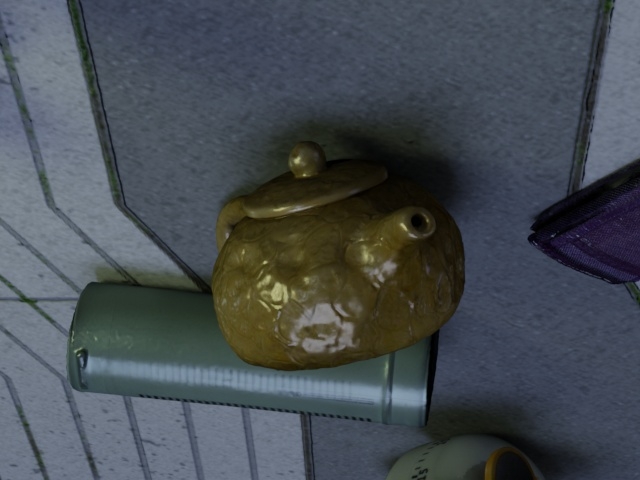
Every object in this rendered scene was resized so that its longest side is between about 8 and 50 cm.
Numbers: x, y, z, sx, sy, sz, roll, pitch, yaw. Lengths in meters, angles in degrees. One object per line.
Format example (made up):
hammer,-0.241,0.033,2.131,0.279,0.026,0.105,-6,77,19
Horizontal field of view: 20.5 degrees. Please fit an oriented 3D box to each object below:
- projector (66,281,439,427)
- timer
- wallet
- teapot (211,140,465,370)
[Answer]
projector,-0.061,0.107,1.647,0.337,0.108,0.108,5,149,8
timer,0.141,0.315,1.816,0.240,0.233,0.233,-21,137,37
wallet,0.261,-0.012,1.430,0.111,0.030,0.166,27,145,-24
teapot,0.000,0.000,1.419,0.203,0.167,0.311,-22,-166,-29
